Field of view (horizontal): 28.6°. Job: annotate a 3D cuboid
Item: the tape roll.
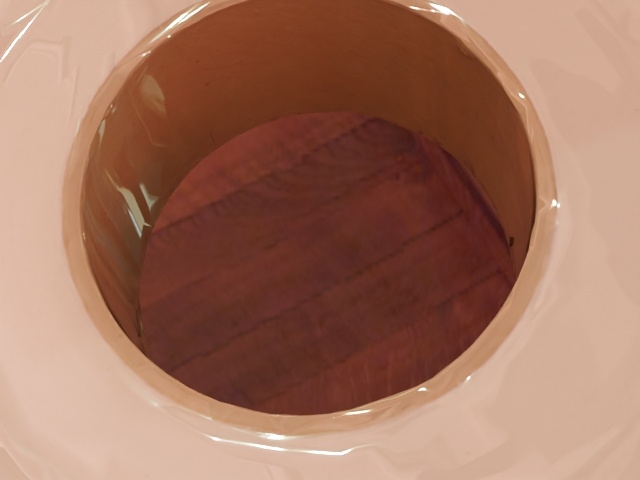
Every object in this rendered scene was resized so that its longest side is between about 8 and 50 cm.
[{"bbox_3d":[0.000,0.000,0.421,0.286,0.100,0.286,-1,70,4],"label":"tape roll"}]
